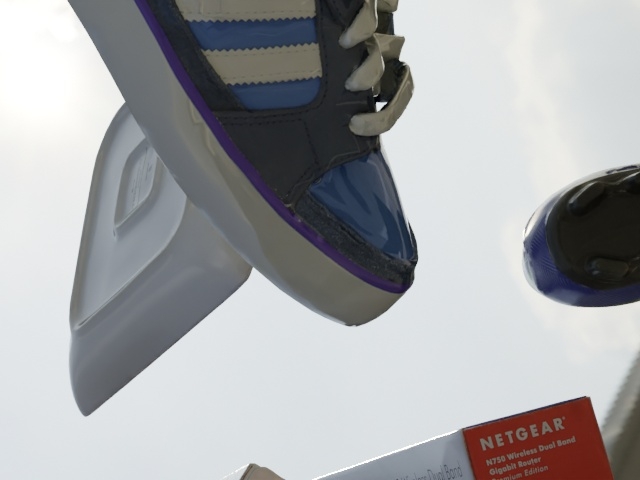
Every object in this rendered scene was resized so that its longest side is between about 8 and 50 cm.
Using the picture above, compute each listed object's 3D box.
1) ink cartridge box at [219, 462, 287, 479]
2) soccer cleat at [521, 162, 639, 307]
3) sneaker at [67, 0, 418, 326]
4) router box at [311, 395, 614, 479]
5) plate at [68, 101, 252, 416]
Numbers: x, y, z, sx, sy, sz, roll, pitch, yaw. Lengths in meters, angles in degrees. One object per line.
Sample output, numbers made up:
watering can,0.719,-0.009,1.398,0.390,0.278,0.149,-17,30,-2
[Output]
ink cartridge box,-0.039,0.255,1.519,0.127,0.175,0.072,33,-107,-3
soccer cleat,0.263,-0.017,1.161,0.289,0.121,0.093,-10,-100,-14
sneaker,0.017,-0.141,0.791,0.323,0.236,0.130,56,-162,-12
router box,0.105,0.268,1.105,0.082,0.335,0.301,-13,-99,-18
plate,-0.117,-0.041,1.355,0.045,0.278,0.277,22,-125,-23
